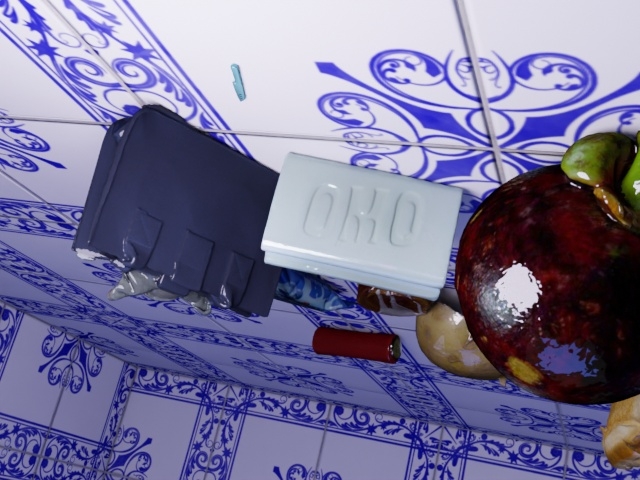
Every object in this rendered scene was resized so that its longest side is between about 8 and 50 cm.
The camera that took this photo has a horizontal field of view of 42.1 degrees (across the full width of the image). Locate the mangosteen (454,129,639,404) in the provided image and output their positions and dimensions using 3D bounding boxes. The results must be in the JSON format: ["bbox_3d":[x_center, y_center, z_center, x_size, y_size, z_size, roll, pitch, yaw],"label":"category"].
[{"bbox_3d":[0.331,0.032,0.996,0.306,0.306,0.359,21,138,-20],"label":"mangosteen"}]

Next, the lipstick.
[{"bbox_3d":[0.094,0.275,2.190,0.241,0.080,0.080,2,158,30],"label":"lipstick"}]

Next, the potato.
[{"bbox_3d":[0.301,0.229,1.729,0.239,0.116,0.299,25,172,46],"label":"potato"}]

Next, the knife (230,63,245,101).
[{"bbox_3d":[-0.106,-0.200,1.060,0.014,0.005,0.091,10,162,6],"label":"knife"}]

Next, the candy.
[{"bbox_3d":[-0.074,0.092,1.785,0.187,0.077,0.331,3,161,36],"label":"candy"}]

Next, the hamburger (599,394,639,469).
[{"bbox_3d":[0.601,0.256,1.443,0.174,0.284,0.304,12,159,6],"label":"hamburger"}]

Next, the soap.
[{"bbox_3d":[0.061,-0.022,1.217,0.265,0.160,0.087,13,161,5],"label":"soap"}]

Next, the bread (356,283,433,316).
[{"bbox_3d":[0.148,0.096,1.631,0.160,0.073,0.160,6,160,2],"label":"bread"}]

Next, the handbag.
[{"bbox_3d":[-0.198,-0.017,1.245,0.325,0.269,0.118,27,159,-34],"label":"handbag"}]
